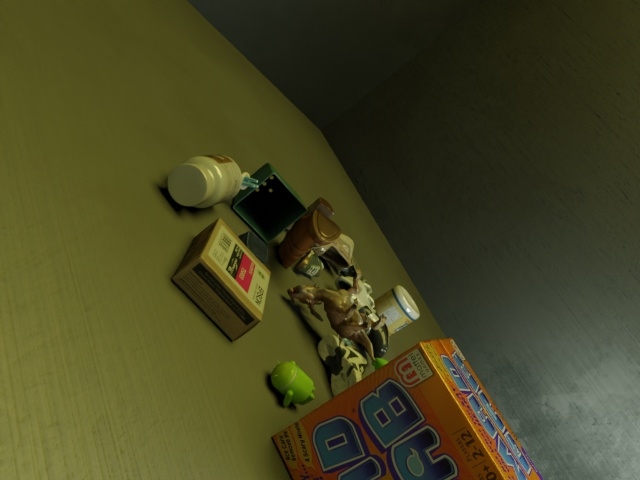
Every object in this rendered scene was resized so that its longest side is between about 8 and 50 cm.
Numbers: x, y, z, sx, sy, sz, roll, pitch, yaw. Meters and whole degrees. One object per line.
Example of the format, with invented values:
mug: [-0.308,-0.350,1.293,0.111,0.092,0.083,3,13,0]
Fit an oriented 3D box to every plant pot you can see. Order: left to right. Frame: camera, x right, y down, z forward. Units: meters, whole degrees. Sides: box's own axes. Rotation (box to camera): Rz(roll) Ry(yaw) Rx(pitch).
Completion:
plant pot: [-0.169,-0.145,1.729,0.165,0.165,0.234,47,10,-26]

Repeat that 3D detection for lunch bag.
lunch bag: [-0.194,0.026,1.436,0.098,0.065,0.067,45,32,-37]

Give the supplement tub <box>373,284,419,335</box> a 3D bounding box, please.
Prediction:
supplement tub: [0.254,0.277,2.028,0.144,0.199,0.144,49,16,-19]

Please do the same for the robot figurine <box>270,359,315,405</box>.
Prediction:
robot figurine: [-0.062,0.313,1.188,0.115,0.067,0.101,47,24,-25]

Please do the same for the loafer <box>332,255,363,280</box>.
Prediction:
loafer: [0.094,0.082,2.180,0.251,0.094,0.087,51,10,-14]

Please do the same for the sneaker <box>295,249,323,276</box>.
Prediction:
sneaker: [-0.027,0.087,1.830,0.086,0.064,0.192,49,11,-2]

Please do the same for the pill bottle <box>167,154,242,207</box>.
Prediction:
pill bottle: [-0.295,-0.151,1.381,0.131,0.131,0.229,54,14,-3]

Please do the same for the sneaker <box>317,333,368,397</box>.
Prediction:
sneaker: [0.092,0.374,1.490,0.153,0.094,0.235,29,17,-42]

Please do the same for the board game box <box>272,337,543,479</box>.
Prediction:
board game box: [0.194,0.448,1.110,0.356,0.356,0.356,59,15,19]

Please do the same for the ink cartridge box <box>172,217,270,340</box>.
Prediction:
ink cartridge box: [-0.211,0.079,1.210,0.193,0.088,0.235,48,14,-18]

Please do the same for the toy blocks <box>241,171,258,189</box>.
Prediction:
toy blocks: [-0.263,-0.188,1.567,0.148,0.054,0.123,17,-2,25]

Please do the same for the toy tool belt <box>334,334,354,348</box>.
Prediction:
toy tool belt: [0.080,0.319,1.667,0.052,0.051,0.083,28,30,-61]

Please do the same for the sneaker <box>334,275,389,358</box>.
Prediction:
sneaker: [0.126,0.262,1.871,0.146,0.122,0.331,19,35,-37]

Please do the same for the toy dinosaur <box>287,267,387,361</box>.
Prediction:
toy dinosaur: [0.057,0.216,1.552,0.296,0.200,0.127,58,31,-5]

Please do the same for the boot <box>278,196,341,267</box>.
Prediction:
boot: [-0.052,-0.002,1.654,0.109,0.220,0.283,36,18,-22]

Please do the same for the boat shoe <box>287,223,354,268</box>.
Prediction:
boat shoe: [0.000,0.000,2.006,0.341,0.121,0.110,28,52,-34]

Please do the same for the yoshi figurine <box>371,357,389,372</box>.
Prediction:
yoshi figurine: [0.191,0.438,1.520,0.203,0.204,0.362,43,4,18]
